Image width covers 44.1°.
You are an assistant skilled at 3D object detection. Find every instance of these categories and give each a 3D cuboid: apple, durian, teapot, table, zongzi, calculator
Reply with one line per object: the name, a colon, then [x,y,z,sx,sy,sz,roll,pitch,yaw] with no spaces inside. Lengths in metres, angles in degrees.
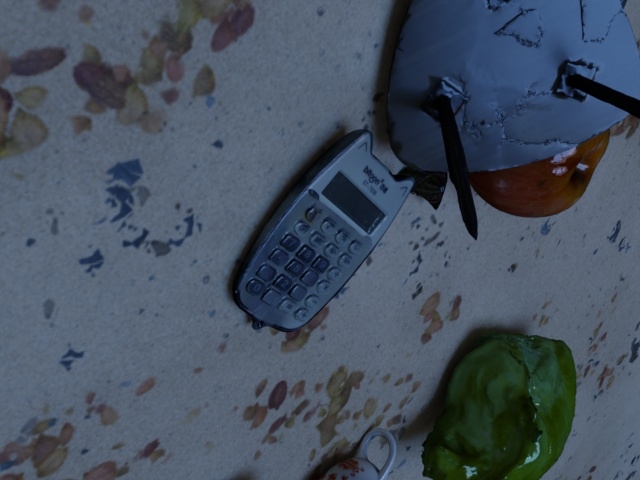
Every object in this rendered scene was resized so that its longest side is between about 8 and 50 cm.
apple: [0.298,-0.134,1.073,0.209,0.164,0.209,-27,135,-32]
durian: [0.334,0.290,1.362,0.340,0.204,0.255,2,102,-47]
teapot: [0.044,0.406,1.229,0.245,0.116,0.159,-53,130,-14]
table: [0.224,-0.172,0.800,0.317,0.249,0.317,-3,117,-5]
zongzi: [0.149,-0.069,1.053,0.083,0.067,0.073,-36,132,-49]
calculator: [0.000,0.000,0.954,0.268,0.040,0.177,-54,140,-3]

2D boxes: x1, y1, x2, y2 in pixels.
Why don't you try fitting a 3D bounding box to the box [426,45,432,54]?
box: [0.178,-0.310,0.931,0.055,0.039,0.218,22,98,-48]
